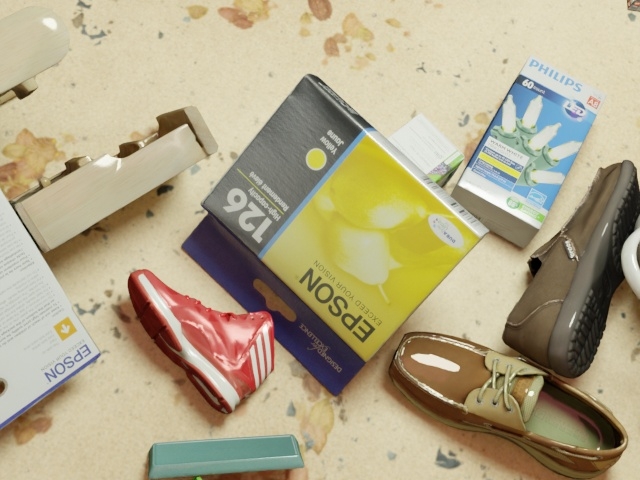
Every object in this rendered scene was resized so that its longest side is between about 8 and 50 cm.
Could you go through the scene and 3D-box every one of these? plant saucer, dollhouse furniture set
[{"bbox_3d":[-0.119,0.268,1.189,0.192,0.067,0.018,-1,108,-9],"label":"plant saucer"},{"bbox_3d":[-0.350,-0.221,1.201,0.256,0.362,0.394,-33,105,-18],"label":"dollhouse furniture set"}]

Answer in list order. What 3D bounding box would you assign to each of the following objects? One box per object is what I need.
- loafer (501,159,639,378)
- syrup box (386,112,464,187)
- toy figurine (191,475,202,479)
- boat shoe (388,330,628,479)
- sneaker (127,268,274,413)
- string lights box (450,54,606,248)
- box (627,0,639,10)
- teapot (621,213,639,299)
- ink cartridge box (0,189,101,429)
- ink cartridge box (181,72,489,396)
[{"bbox_3d":[0.349,0.019,1.315,0.130,0.134,0.366,8,47,34],"label":"loafer"},{"bbox_3d":[0.079,-0.065,1.332,0.237,0.093,0.096,-39,79,-20],"label":"syrup box"},{"bbox_3d":[-0.075,0.369,1.148,0.159,0.130,0.173,7,42,-20],"label":"toy figurine"},{"bbox_3d":[0.252,0.201,1.239,0.324,0.120,0.123,23,67,1],"label":"boat shoe"},{"bbox_3d":[-0.147,0.107,1.249,0.128,0.087,0.221,-36,90,-28],"label":"sneaker"},{"bbox_3d":[0.304,-0.134,1.401,0.133,0.077,0.260,29,67,5],"label":"string lights box"},{"bbox_3d":[0.579,-0.421,1.582,0.137,0.027,0.094,7,66,-5],"label":"box"},{"bbox_3d":[0.538,0.036,1.242,0.256,0.252,0.187,-12,60,20],"label":"teapot"},{"bbox_3d":[-0.472,0.089,1.087,0.324,0.071,0.330,-36,111,-28],"label":"ink cartridge box"},{"bbox_3d":[0.000,0.000,1.216,0.303,0.072,0.307,43,105,9],"label":"ink cartridge box"}]
